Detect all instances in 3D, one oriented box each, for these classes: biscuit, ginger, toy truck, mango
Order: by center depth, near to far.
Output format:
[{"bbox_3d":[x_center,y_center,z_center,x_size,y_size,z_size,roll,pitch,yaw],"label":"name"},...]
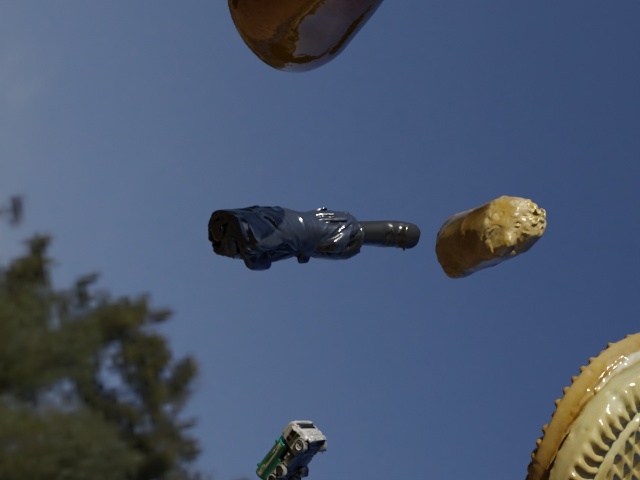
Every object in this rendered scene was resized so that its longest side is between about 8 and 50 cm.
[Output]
[{"bbox_3d":[-0.012,-0.240,1.668,0.221,0.152,0.120,-54,-139,45],"label":"mango"},{"bbox_3d":[0.282,0.211,1.678,0.079,0.259,0.259,25,-54,40],"label":"biscuit"},{"bbox_3d":[-0.031,0.220,1.857,0.083,0.039,0.044,-54,-127,26],"label":"toy truck"},{"bbox_3d":[0.182,-0.004,2.038,0.190,0.095,0.069,-24,-87,58],"label":"ginger"}]

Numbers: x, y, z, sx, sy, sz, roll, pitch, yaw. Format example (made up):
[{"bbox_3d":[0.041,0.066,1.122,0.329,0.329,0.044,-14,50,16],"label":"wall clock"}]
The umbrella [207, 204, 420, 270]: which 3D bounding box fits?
[{"bbox_3d":[-0.005,-0.001,1.855,0.071,0.248,0.071,-3,-94,50],"label":"umbrella"}]
